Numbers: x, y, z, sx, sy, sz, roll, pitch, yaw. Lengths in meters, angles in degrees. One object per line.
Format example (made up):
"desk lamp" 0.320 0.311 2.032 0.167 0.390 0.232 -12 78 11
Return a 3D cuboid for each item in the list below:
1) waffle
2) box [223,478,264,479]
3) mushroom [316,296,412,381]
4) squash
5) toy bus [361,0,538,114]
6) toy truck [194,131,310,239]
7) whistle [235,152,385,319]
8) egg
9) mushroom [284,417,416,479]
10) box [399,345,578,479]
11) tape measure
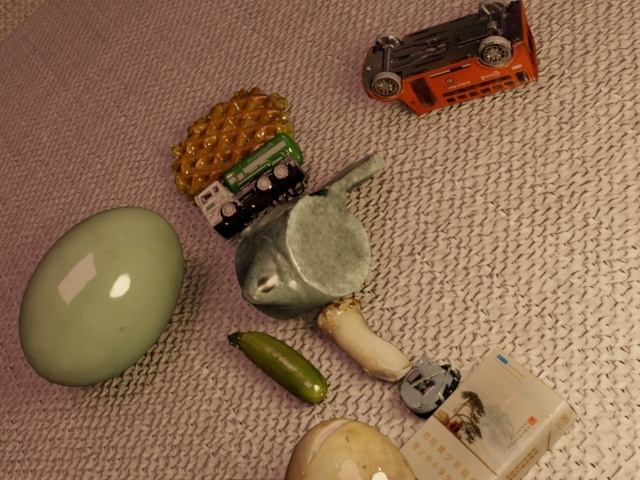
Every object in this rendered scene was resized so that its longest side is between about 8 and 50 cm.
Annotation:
"waffle" -0.199 -0.215 1.973 0.325 0.068 0.302 -43 44 0
"box" -0.117 0.440 1.393 0.177 0.111 0.111 -10 52 39
"mushroom" 0.078 0.174 1.494 0.084 0.071 0.209 -24 42 -25
"squash" -0.071 0.216 1.558 0.252 0.066 0.066 30 77 43
"toy bus" 0.250 -0.346 1.715 0.329 0.153 0.142 -13 50 24
"toy truck" -0.137 -0.116 1.812 0.243 0.101 0.125 -37 64 3
"whistle" -0.017 -0.027 1.596 0.168 0.188 0.404 -28 36 46
"egg" -0.427 0.108 1.729 0.276 0.276 0.388 23 73 42
"mushroom" 0.042 0.378 1.277 0.184 0.254 0.255 -7 37 -28
"box" 0.242 0.289 1.295 0.233 0.067 0.149 -45 47 -4
"tape measure" 0.173 0.234 1.391 0.091 0.054 0.094 18 66 48
